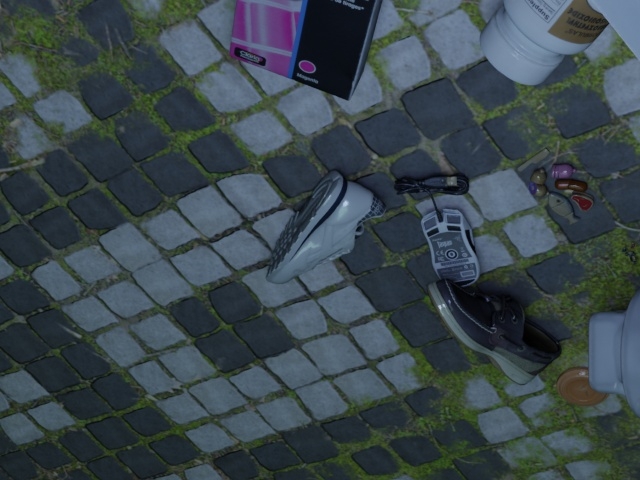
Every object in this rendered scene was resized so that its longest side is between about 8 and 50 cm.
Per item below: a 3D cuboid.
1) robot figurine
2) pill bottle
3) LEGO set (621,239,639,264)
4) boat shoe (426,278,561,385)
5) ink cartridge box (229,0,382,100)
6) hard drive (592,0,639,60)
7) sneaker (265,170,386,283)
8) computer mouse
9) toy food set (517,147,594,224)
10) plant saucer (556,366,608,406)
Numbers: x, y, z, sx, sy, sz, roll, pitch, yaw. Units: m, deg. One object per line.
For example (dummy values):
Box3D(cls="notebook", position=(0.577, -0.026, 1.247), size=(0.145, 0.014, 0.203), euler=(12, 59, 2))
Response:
Box3D(cls="robot figurine", position=(0.554, 0.160, 1.947), size=(0.353, 0.300, 0.200), euler=(0, 93, 32))
Box3D(cls="pill bottle", position=(0.294, -0.299, 1.683), size=(0.131, 0.131, 0.229), euler=(29, 132, -10))
Box3D(cls="LEGO set", position=(0.467, 0.005, 1.983), size=(0.083, 0.023, 0.054), euler=(-6, 128, 37))
Box3D(cls="boat shoe", position=(0.260, 0.122, 2.073), size=(0.092, 0.103, 0.285), euler=(-36, 133, 18))
Box3D(cls="ink cartridge box", position=(-0.008, -0.325, 1.718), size=(0.176, 0.069, 0.371), euler=(21, 148, 3))
Box3D(cls="hard drive", position=(0.356, -0.312, 1.501), size=(0.047, 0.353, 0.233), euler=(-28, 118, 34))
Box3D(cls="sneaker", position=(0.000, 0.000, 2.068), size=(0.095, 0.090, 0.235), euler=(25, 135, -20))
Box3D(cls="computer mouse", position=(0.181, -0.017, 2.029), size=(0.106, 0.042, 0.193), euler=(-10, 122, 17))
Box3D(cls="toy food set", position=(0.334, -0.072, 1.948), size=(0.122, 0.019, 0.078), euler=(39, 130, -19))
Box3D(cls="plant saucer", position=(0.413, 0.232, 2.201), size=(0.083, 0.013, 0.083), euler=(8, 133, 9))
